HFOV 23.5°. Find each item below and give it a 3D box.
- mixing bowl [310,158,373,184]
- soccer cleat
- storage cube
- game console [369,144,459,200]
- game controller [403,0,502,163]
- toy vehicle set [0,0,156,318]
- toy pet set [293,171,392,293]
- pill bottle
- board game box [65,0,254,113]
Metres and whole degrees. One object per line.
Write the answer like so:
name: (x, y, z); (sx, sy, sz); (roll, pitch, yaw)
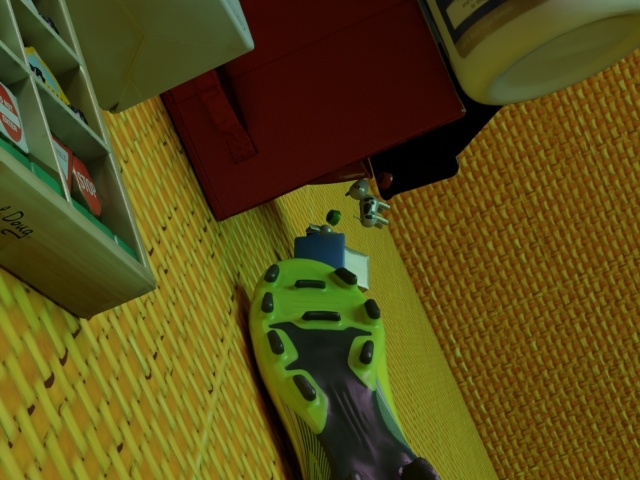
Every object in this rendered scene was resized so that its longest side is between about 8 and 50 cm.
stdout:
mixing bowl: (-0.032, -0.119, 1.365); (0.181, 0.098, 0.181); (-24, 90, -85)
soccer cleat: (0.011, 0.131, 0.989); (0.289, 0.093, 0.121); (-114, -154, -42)
storage cube: (-0.016, -0.144, 1.150); (0.215, 0.193, 0.184); (-65, 132, -81)
game console: (0.074, -0.105, 1.394); (0.107, 0.071, 0.122); (71, 4, -88)
game controller: (0.045, -0.219, 1.300); (0.067, 0.166, 0.319); (-22, 74, -42)
toy vehicle set: (-0.141, -0.083, 0.554); (0.267, 0.035, 0.166); (52, 16, -68)
toy pet set: (0.000, 0.000, 1.333); (0.065, 0.122, 0.114); (23, 51, -28)
pill bottle: (0.120, -0.240, 1.056); (0.153, 0.153, 0.265); (43, 24, -76)
board game box: (-0.151, -0.253, 0.836); (0.224, 0.097, 0.303); (59, 9, -52)
